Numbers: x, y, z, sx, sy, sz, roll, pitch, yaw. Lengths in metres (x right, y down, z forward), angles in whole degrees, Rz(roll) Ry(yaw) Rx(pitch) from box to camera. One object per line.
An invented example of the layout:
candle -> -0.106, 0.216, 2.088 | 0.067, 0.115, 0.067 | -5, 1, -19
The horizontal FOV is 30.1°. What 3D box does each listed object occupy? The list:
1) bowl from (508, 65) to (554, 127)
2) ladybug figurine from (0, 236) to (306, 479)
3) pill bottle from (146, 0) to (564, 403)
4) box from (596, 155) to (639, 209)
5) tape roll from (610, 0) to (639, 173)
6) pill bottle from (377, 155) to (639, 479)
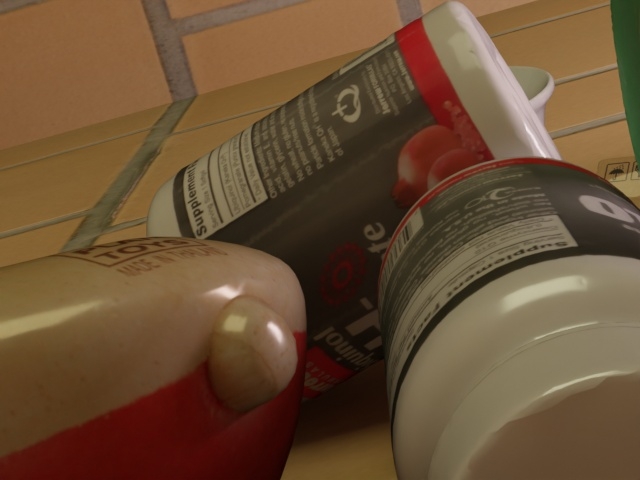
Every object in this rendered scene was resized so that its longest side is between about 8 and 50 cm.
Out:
bowl -> 0.066, -0.043, 1.018 | 0.297, 0.134, 0.298 | -16, 16, 5
ladybug figurine -> -0.182, 0.114, 0.581 | 0.449, 0.162, 0.305 | -18, -4, 41
pill bottle -> 0.000, 0.000, 0.779 | 0.318, 0.176, 0.176 | -31, 12, 14
box -> 0.251, 0.009, 0.715 | 0.201, 0.021, 0.164 | -4, 52, 34
tape roll -> 0.219, -0.040, 0.505 | 0.077, 0.321, 0.321 | -18, 16, -2
pill bottle -> 0.111, 0.067, 0.546 | 0.161, 0.161, 0.283 | -15, 16, 5
